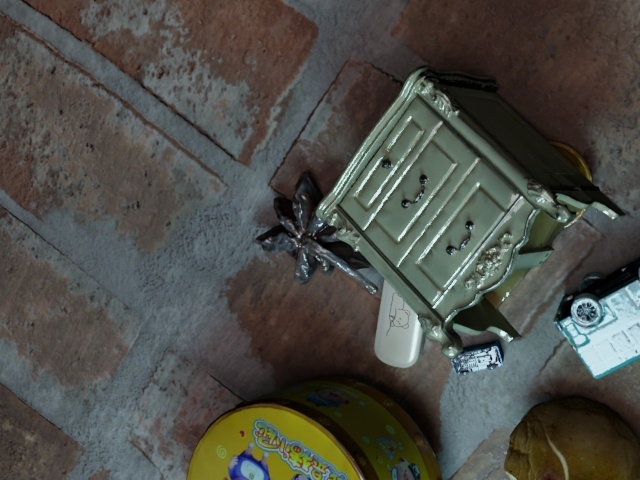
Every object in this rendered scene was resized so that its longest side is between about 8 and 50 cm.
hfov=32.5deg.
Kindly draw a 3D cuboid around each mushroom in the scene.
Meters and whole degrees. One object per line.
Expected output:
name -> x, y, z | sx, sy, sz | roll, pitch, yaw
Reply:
mushroom -> 0.378, 0.405, 1.798 | 0.302, 0.208, 0.233 | -49, 46, 35

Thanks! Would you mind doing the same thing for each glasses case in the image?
glasses case -> 0.142, 0.119, 1.849 | 0.083, 0.050, 0.196 | 12, 110, 18

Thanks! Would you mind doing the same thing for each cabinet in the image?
cabinet -> 0.217, -0.042, 1.617 | 0.318, 0.227, 0.290 | 49, 118, 26

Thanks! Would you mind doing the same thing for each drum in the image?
drum -> -0.013, 0.449, 1.860 | 0.431, 0.214, 0.431 | 6, 100, 35

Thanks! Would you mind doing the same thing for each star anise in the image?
star anise -> 0.000, 0.000, 1.843 | 0.231, 0.089, 0.209 | 24, 121, 25

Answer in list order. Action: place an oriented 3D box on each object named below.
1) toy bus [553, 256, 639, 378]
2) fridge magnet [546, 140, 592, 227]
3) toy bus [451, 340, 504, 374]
toy bus -> 0.500, 0.093, 1.670 | 0.256, 0.128, 0.147 | -32, 95, 27
fridge magnet -> 0.350, -0.084, 1.702 | 0.143, 0.063, 0.143 | 4, 99, 26
toy bus -> 0.263, 0.195, 1.832 | 0.083, 0.046, 0.038 | -15, 101, 21
